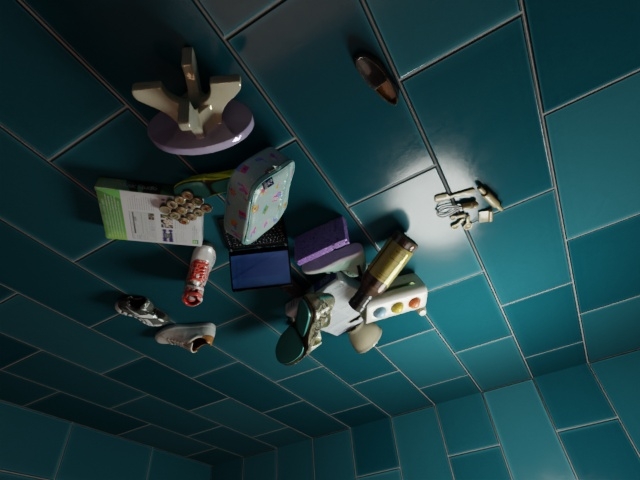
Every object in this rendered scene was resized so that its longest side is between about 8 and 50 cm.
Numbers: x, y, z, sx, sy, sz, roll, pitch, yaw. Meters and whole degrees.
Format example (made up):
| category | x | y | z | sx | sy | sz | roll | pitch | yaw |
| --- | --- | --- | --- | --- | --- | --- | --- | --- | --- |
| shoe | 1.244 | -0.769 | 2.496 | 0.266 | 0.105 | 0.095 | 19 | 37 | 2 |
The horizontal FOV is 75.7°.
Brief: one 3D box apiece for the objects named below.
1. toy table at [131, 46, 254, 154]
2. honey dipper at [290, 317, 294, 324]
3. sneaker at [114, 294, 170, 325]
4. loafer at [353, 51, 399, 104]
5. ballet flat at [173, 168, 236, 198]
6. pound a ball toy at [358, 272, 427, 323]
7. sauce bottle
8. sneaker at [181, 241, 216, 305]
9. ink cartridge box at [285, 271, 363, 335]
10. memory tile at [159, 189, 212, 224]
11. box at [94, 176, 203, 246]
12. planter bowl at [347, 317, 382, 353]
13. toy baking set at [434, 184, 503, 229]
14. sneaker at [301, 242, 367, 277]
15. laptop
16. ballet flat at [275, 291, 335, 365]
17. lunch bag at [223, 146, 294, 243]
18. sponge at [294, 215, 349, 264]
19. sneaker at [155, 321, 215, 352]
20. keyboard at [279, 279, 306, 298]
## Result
| category | x | y | z | sx | sy | sz | roll | pitch | yaw |
| --- | --- | --- | --- | --- | --- | --- | --- | --- | --- |
| toy table | -0.315 | -0.330 | 1.024 | 0.273 | 0.253 | 0.161 | -16 | 153 | -6 |
| honey dipper | -0.128 | 0.361 | 1.918 | 0.030 | 0.031 | 0.161 | -4 | 134 | -2 |
| sneaker | -0.739 | 0.295 | 1.745 | 0.234 | 0.078 | 0.106 | 30 | 129 | -30 |
| loafer | 0.154 | -0.425 | 1.085 | 0.170 | 0.061 | 0.062 | 30 | 128 | -31 |
| ballet flat | -0.339 | -0.180 | 1.280 | 0.230 | 0.077 | 0.077 | -7 | 136 | 11 |
| pound a ball toy | 0.324 | 0.276 | 1.740 | 0.318 | 0.136 | 0.208 | -12 | 126 | -13 |
| sauce bottle | 0.228 | 0.123 | 1.564 | 0.111 | 0.111 | 0.345 | 26 | 108 | -30 |
| sneaker | -0.460 | 0.137 | 1.557 | 0.090 | 0.145 | 0.270 | 15 | 133 | -20 |
| ink cartridge box | 0.070 | 0.287 | 1.832 | 0.330 | 0.072 | 0.324 | 30 | 126 | -36 |
| memory tile | -0.429 | -0.102 | 1.309 | 0.147 | 0.012 | 0.113 | -23 | 136 | 29 |
| box | -0.557 | -0.089 | 1.374 | 0.321 | 0.059 | 0.233 | 5 | 136 | -13 |
| planter bowl | 0.196 | 0.438 | 1.957 | 0.109 | 0.162 | 0.162 | 46 | 121 | -10 |
| toy baking set | 0.532 | -0.114 | 1.480 | 0.196 | 0.030 | 0.256 | -34 | 130 | 27 |
| sneaker | 0.063 | 0.112 | 1.620 | 0.255 | 0.094 | 0.151 | -17 | 132 | 10 |
| laptop | -0.233 | 0.045 | 1.491 | 0.234 | 0.137 | 0.265 | -6 | 137 | 0 |
| ballet flat | -0.049 | 0.389 | 1.780 | 0.181 | 0.164 | 0.483 | -7 | 141 | -31 |
| lunch bag | -0.180 | -0.137 | 1.253 | 0.107 | 0.224 | 0.279 | 37 | 138 | 14 |
| sponge | 0.000 | 0.000 | 1.481 | 0.209 | 0.117 | 0.031 | -25 | 136 | 19 |
| sneaker | -0.633 | 0.457 | 1.898 | 0.289 | 0.123 | 0.106 | -10 | 139 | 6 |
| keyboard | -0.148 | 0.188 | 1.717 | 0.108 | 0.023 | 0.180 | -12 | 134 | 33 |
